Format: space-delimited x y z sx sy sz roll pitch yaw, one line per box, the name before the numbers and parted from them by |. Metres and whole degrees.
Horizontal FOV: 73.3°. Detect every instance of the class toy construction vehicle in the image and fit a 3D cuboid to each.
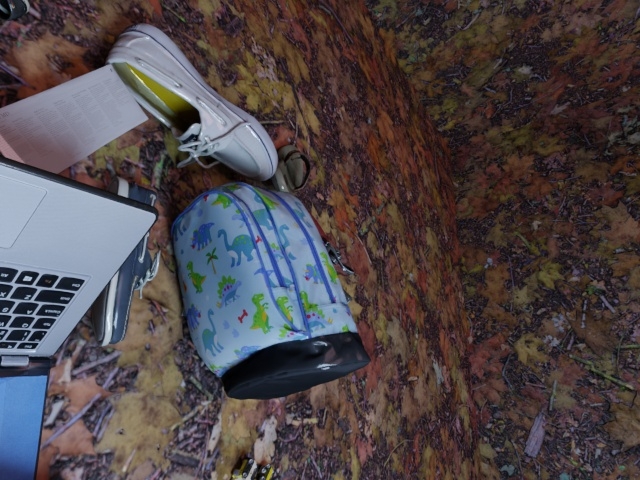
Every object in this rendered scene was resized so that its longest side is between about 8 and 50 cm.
toy construction vehicle | -0.128 0.438 0.773 0.098 0.035 0.086 -62 140 -45

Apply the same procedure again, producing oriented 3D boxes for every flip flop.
flip flop | -0.064 -0.173 1.046 0.112 0.080 0.277 63 13 -17

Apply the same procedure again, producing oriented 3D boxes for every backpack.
backpack | -0.107 0.070 0.741 0.273 0.290 0.356 17 56 -38

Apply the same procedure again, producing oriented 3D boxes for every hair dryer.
hair dryer | 0.000 0.000 1.015 0.293 0.080 0.224 50 -21 28

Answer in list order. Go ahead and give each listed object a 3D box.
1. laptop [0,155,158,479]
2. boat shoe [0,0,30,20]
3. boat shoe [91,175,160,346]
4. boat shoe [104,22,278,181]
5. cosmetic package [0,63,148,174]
laptop | -0.365 0.138 0.334 0.382 0.408 0.236 22 25 -54
boat shoe | -0.455 -0.359 0.569 0.133 0.048 0.042 56 28 -36
boat shoe | -0.285 0.028 0.638 0.079 0.095 0.255 17 54 -42
boat shoe | -0.226 -0.205 0.789 0.367 0.135 0.157 45 41 -36
cosmetic package | -0.366 -0.165 0.617 0.099 0.060 0.239 62 33 -25
